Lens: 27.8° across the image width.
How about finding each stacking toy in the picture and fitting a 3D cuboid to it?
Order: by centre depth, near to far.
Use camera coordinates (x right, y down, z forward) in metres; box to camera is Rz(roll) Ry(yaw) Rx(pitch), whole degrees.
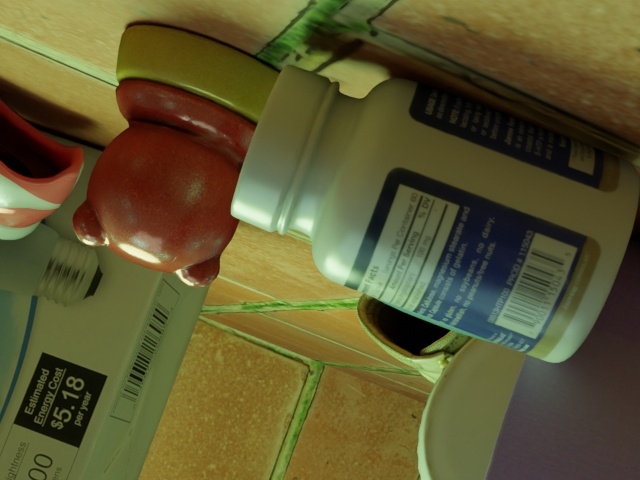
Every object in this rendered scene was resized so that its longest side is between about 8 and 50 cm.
[{"bbox_3d":[0.000,0.000,0.848,0.308,0.130,0.279,21,171,1],"label":"stacking toy"}]

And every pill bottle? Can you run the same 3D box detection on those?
[{"bbox_3d":[0.056,-0.019,0.661,0.186,0.112,0.112,21,171,1],"label":"pill bottle"}]

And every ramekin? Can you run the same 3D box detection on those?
[{"bbox_3d":[0.203,0.172,1.052,0.272,0.273,0.127,14,157,36],"label":"ramekin"}]

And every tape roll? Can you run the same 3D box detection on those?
[{"bbox_3d":[0.173,0.136,0.803,0.090,0.275,0.275,18,171,19],"label":"tape roll"}]

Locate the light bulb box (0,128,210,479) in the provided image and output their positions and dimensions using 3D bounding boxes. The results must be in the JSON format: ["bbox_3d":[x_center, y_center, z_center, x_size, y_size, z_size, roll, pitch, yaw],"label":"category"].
[{"bbox_3d":[-0.327,0.072,1.282,0.361,0.358,0.225,18,169,9],"label":"light bulb box"}]

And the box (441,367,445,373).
[{"bbox_3d":[0.195,0.198,1.242,0.130,0.091,0.170,-4,147,23],"label":"box"}]

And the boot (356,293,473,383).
[{"bbox_3d":[0.179,0.118,1.296,0.262,0.095,0.203,18,170,30],"label":"boot"}]

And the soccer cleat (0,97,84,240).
[{"bbox_3d":[-0.344,-0.119,1.076,0.318,0.109,0.116,36,133,-25],"label":"soccer cleat"}]
